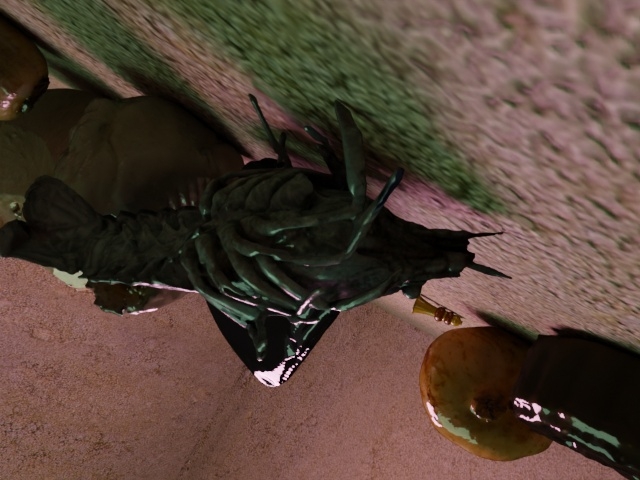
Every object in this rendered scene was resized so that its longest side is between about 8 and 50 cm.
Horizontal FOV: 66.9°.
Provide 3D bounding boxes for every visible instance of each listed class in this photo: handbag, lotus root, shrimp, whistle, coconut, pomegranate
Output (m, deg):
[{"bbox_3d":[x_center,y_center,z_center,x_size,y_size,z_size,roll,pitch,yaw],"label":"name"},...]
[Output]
[{"bbox_3d":[-0.060,0.053,0.597,0.191,0.075,0.332,52,141,17],"label":"handbag"},{"bbox_3d":[-0.544,-0.290,0.710,0.278,0.154,0.154,35,174,-17],"label":"lotus root"},{"bbox_3d":[-0.068,-0.007,0.404,0.411,0.221,0.166,-5,146,25],"label":"shrimp"},{"bbox_3d":[0.259,0.164,1.073,0.109,0.046,0.057,23,158,16],"label":"whistle"},{"bbox_3d":[-0.462,-0.102,0.961,0.416,0.344,0.415,32,178,1],"label":"coconut"},{"bbox_3d":[0.293,0.264,0.850,0.248,0.248,0.248,31,175,3],"label":"pomegranate"}]

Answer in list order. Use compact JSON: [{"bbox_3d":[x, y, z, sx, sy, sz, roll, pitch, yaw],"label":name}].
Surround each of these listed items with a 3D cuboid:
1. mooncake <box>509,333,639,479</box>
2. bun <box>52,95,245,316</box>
[{"bbox_3d":[0.342,0.205,0.562,0.228,0.124,0.228,31,173,4],"label":"mooncake"},{"bbox_3d":[-0.234,-0.062,0.651,0.205,0.281,0.281,38,177,17],"label":"bun"}]
